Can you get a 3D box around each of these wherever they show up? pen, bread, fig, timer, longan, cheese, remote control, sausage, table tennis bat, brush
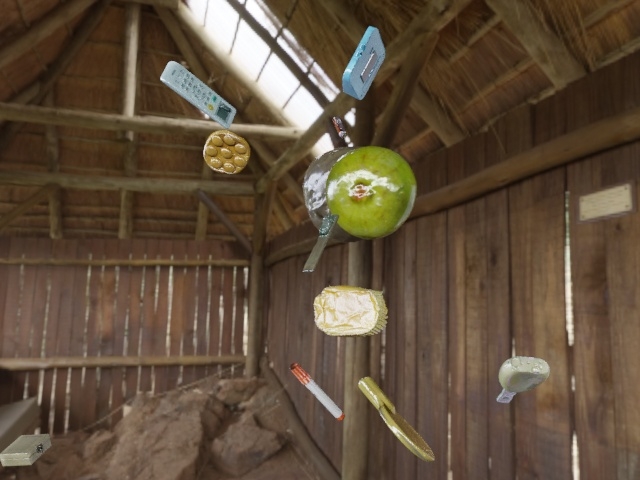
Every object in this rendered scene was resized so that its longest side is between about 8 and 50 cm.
[{"bbox_3d":[-0.006,0.407,1.437,0.028,0.028,0.239,-6,-49,46],"label":"pen"},{"bbox_3d":[-0.220,-0.205,1.257,0.110,0.110,0.024,2,25,-1],"label":"bread"},{"bbox_3d":[0.154,-0.147,1.550,0.258,0.258,0.326,-1,16,20],"label":"fig"},{"bbox_3d":[0.159,-0.709,2.136,0.091,0.232,0.250,29,0,14],"label":"timer"},{"bbox_3d":[0.115,-0.189,2.123,0.391,0.391,0.391,2,-8,0],"label":"longan"},{"bbox_3d":[0.424,0.311,1.168,0.097,0.037,0.192,5,-39,2],"label":"cheese"},{"bbox_3d":[-0.439,-0.521,1.941,0.293,0.103,0.051,34,-37,-29],"label":"remote control"},{"bbox_3d":[0.052,-0.307,1.447,0.025,0.028,0.198,-20,24,5],"label":"sausage"},{"bbox_3d":[0.221,0.525,1.591,0.321,0.050,0.198,44,3,40],"label":"table tennis bat"},{"bbox_3d":[0.104,0.244,1.841,0.250,0.179,0.133,-7,-21,23],"label":"bread"},{"bbox_3d":[0.000,0.000,1.343,0.034,0.190,0.027,0,-41,34],"label":"brush"}]

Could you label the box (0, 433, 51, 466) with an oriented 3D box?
[{"bbox_3d":[-0.705,0.502,1.289,0.083,0.035,0.079,-6,13,11],"label":"box"}]
